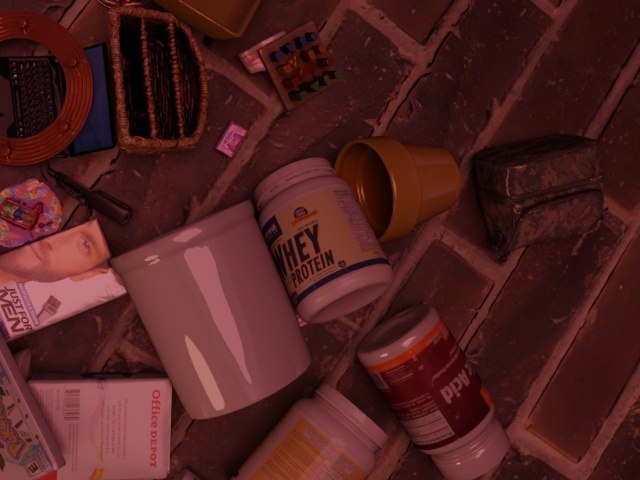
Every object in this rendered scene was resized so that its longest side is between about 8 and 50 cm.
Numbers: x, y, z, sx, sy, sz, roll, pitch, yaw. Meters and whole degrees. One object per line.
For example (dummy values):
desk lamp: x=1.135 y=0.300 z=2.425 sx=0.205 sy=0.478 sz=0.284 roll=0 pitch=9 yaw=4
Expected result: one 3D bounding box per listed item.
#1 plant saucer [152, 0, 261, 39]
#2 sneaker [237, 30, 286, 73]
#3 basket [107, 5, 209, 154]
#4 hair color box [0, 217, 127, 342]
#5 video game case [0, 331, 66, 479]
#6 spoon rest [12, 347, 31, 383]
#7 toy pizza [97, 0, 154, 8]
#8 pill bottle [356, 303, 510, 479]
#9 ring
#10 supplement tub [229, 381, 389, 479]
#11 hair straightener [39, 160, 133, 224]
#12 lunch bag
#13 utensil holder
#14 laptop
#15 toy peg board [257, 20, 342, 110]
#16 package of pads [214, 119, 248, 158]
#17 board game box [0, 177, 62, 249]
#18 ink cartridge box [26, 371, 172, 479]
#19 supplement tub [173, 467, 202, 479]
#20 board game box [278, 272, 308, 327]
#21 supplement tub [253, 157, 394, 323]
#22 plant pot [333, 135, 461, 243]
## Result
plant saucer: x=-0.293 y=-0.600 z=1.781 sx=0.333 sy=0.081 sz=0.332 roll=30 pitch=43 yaw=-13
sneaker: x=-0.130 y=-0.449 z=1.907 sx=0.134 sy=0.051 sz=0.070 roll=-35 pitch=112 yaw=-19
basket: x=-0.352 y=-0.348 z=1.755 sx=0.213 sy=0.223 sz=0.299 roll=-5 pitch=90 yaw=-15
hair color box: x=-0.617 y=0.096 z=1.741 sx=0.339 sy=0.110 sz=0.185 roll=-23 pitch=95 yaw=-16
video game case: x=-0.724 y=0.379 z=1.656 sx=0.300 sy=0.036 sz=0.329 roll=-27 pitch=90 yaw=16
spoon rest: x=-0.671 y=0.366 z=1.722 sx=0.084 sy=0.137 sz=0.276 roll=18 pitch=97 yaw=-11
toy pizza: x=-0.451 y=-0.629 z=1.828 sx=0.201 sy=0.032 sz=0.201 roll=0 pitch=90 yaw=-15
pill bottle: x=0.279 y=0.372 z=1.919 sx=0.224 sy=0.224 sz=0.392 roll=-35 pitch=98 yaw=-13
ring: x=-0.659 y=-0.330 z=1.713 sx=0.337 sy=0.032 sz=0.336 roll=0 pitch=91 yaw=4
supplement tub: x=-0.024 y=0.518 z=1.828 sx=0.241 sy=0.241 sz=0.331 roll=44 pitch=80 yaw=-11
hair straightener: x=-0.527 y=-0.109 z=1.773 sx=0.230 sy=0.089 sz=0.047 roll=36 pitch=97 yaw=-13
lunch bag: x=0.564 y=-0.118 z=2.018 sx=0.305 sy=0.212 sz=0.256 roll=-14 pitch=110 yaw=-14
utensil holder: x=-0.228 y=0.147 z=1.734 sx=0.328 sy=0.327 sz=0.385 roll=-25 pitch=97 yaw=-14
laptop: x=-0.597 y=-0.301 z=1.731 sx=0.264 sy=0.136 sz=0.234 roll=-6 pitch=91 yaw=-21
toy peg board: x=-0.036 y=-0.418 z=1.887 sx=0.161 sy=0.079 sz=0.160 roll=-34 pitch=112 yaw=-20
package of pads: x=-0.212 y=-0.240 z=1.890 sx=0.050 sy=0.032 sz=0.083 roll=31 pitch=82 yaw=-12
board game box: x=-0.666 y=-0.062 z=1.765 sx=0.169 sy=0.033 sz=0.133 roll=-22 pitch=95 yaw=-15
ink cartridge box: x=-0.491 y=0.410 z=1.759 sx=0.306 sy=0.131 sz=0.226 roll=3 pitch=89 yaw=-16
supplement tub: x=-0.292 y=0.590 z=1.842 sx=0.107 sy=0.071 sz=0.071 roll=44 pitch=79 yaw=-12
board game box: x=-0.062 y=0.136 z=1.920 sx=0.193 sy=0.045 sz=0.146 roll=-24 pitch=95 yaw=-14
supplement tub: x=0.000 y=0.000 z=1.803 sx=0.235 sy=0.235 sz=0.325 roll=-21 pitch=72 yaw=-14
plant pot: x=0.194 y=-0.133 z=1.903 sx=0.239 sy=0.254 sz=0.254 roll=-13 pitch=93 yaw=-31
